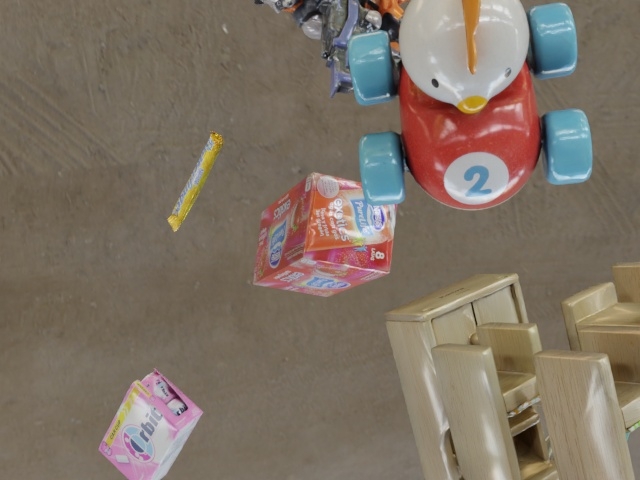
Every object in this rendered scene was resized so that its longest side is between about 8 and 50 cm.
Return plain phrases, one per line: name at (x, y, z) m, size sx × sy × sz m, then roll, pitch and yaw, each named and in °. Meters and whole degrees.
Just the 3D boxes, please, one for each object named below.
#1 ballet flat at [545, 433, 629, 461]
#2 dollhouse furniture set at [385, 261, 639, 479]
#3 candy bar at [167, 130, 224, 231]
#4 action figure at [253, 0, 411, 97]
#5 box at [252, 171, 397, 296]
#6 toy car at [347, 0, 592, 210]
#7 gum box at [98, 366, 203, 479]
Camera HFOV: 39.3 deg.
ballet flat at (0.228, 0.218, 0.865) m, size 0.213 × 0.068 × 0.072 m, roll -35°, pitch 93°, yaw -43°
dollhouse furniture set at (0.170, 0.110, 0.569) m, size 0.212 × 0.242 × 0.161 m, roll -19°, pitch 98°, yaw -34°
candy bar at (-0.185, -0.090, 1.331) m, size 0.018 × 0.040 × 0.162 m, roll 19°, pitch 107°, yaw -33°
action figure at (0.056, -0.309, 1.312) m, size 0.330 × 0.341 × 0.178 m, roll 19°, pitch 152°, yaw -18°
box at (0.000, 0.000, 1.290) m, size 0.128 × 0.257 × 0.123 m, roll 10°, pitch 76°, yaw -18°
toy car at (0.131, -0.147, 0.803) m, size 0.219 × 0.210 × 0.238 m, roll -6°, pitch 169°, yaw 8°
gum box at (-0.273, 0.303, 1.436) m, size 0.062 × 0.107 × 0.188 m, roll -32°, pitch 159°, yaw -53°
